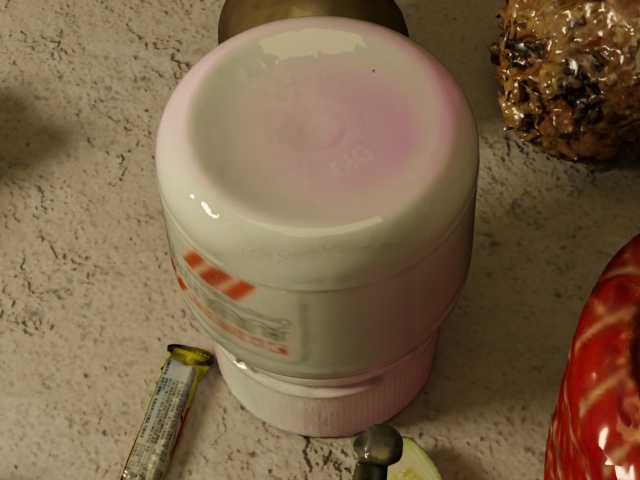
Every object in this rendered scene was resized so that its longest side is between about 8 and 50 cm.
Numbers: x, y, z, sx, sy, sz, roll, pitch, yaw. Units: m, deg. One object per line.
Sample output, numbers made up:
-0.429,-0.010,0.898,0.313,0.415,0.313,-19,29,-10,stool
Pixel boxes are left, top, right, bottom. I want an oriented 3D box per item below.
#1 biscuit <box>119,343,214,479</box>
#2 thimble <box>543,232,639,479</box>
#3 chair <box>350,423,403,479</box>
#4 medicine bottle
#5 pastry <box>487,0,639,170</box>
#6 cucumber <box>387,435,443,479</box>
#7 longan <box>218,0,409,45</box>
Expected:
-0.157,0.213,1.295,0.048,0.026,0.292,15,57,8,biscuit
0.353,0.151,1.196,0.350,0.231,0.350,-1,56,1,thimble
-0.058,0.410,0.916,0.364,0.410,0.362,-19,57,-11,chair
0.000,0.000,1.259,0.256,0.325,0.256,0,56,1,medicine bottle
0.297,-0.194,1.486,0.274,0.193,0.275,-6,73,19,pastry
0.077,0.220,1.276,0.067,0.035,0.107,-17,50,4,cucumber
-0.009,-0.188,1.478,0.198,0.198,0.212,10,56,9,longan
